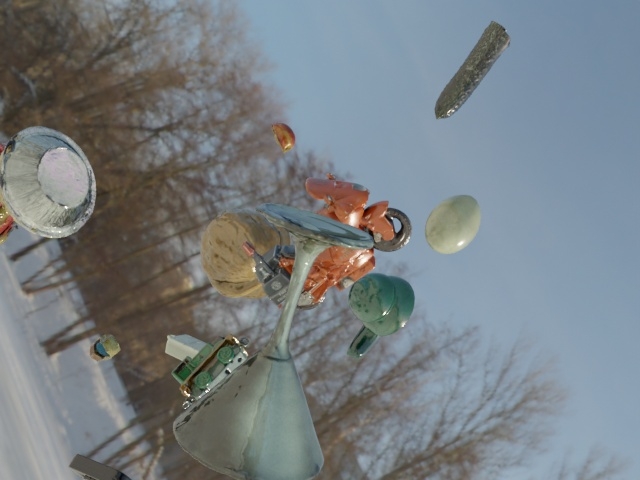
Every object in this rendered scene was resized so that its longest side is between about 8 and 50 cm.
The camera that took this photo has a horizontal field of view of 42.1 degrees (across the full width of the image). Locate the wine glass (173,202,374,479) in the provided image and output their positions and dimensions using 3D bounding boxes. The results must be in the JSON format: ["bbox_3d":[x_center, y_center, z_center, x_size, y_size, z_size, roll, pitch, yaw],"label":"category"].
[{"bbox_3d":[-0.067,0.158,1.369,0.267,0.267,0.406,31,-73,61],"label":"wine glass"}]

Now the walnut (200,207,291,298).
[{"bbox_3d":[-0.221,0.042,2.504,0.285,0.285,0.296,51,-3,43],"label":"walnut"}]

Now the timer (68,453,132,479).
[{"bbox_3d":[-0.410,0.502,1.666,0.144,0.055,0.187,9,-36,32],"label":"timer"}]

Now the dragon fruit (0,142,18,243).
[{"bbox_3d":[-0.814,-0.114,1.989,0.250,0.291,0.269,40,-35,38],"label":"dragon fruit"}]

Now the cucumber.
[{"bbox_3d":[0.335,-0.370,1.861,0.067,0.245,0.067,35,8,-6],"label":"cucumber"}]

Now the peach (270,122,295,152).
[{"bbox_3d":[-0.109,-0.315,2.511,0.098,0.061,0.098,159,-90,-87],"label":"peach"}]

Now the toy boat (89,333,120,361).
[{"bbox_3d":[-0.554,0.276,2.123,0.065,0.066,0.172,61,-27,1],"label":"toy boat"}]

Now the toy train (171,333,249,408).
[{"bbox_3d":[-0.272,0.315,2.046,0.136,0.228,0.091,24,-25,40],"label":"toy train"}]

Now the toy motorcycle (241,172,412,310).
[{"bbox_3d":[0.000,0.000,1.613,0.221,0.325,0.148,48,20,-17],"label":"toy motorcycle"}]

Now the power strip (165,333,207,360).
[{"bbox_3d":[-0.368,0.372,2.656,0.338,0.098,0.058,20,-78,30],"label":"power strip"}]

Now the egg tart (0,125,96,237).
[{"bbox_3d":[-0.546,-0.122,1.696,0.094,0.234,0.234,-10,-77,35],"label":"egg tart"}]

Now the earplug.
[{"bbox_3d":[0.142,0.187,2.229,0.280,0.257,0.164,41,42,-45],"label":"earplug"}]

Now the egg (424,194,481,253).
[{"bbox_3d":[0.304,-0.039,1.897,0.114,0.152,0.114,35,-10,7],"label":"egg"}]
